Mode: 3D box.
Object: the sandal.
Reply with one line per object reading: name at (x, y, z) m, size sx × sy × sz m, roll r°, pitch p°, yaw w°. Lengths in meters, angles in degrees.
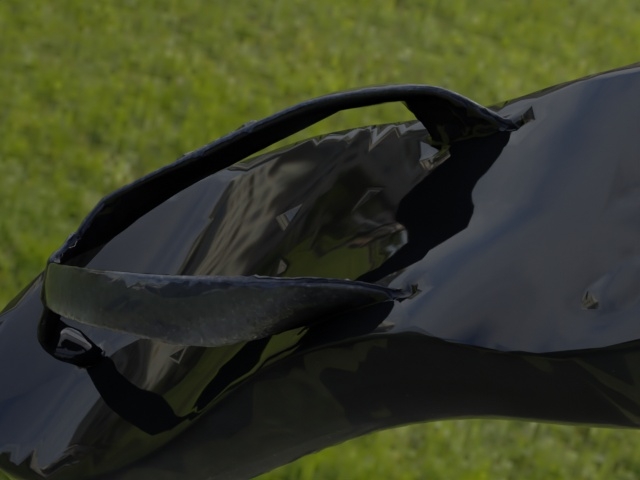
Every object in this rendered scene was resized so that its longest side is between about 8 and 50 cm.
sandal at (0.001, -0.001, 0.404) m, size 0.054 × 0.254 × 0.097 m, roll 44°, pitch 53°, yaw -26°
